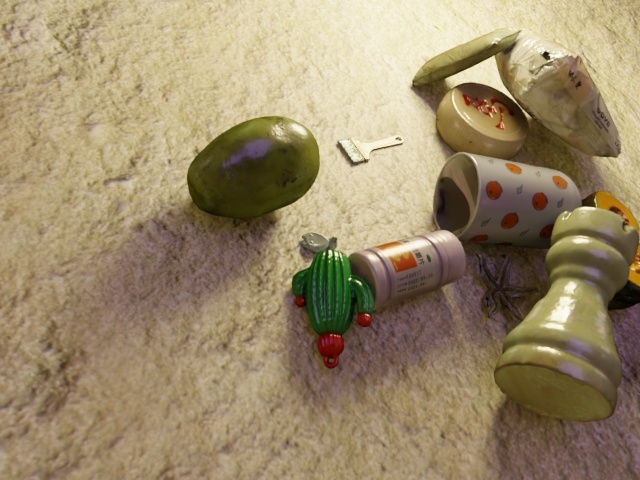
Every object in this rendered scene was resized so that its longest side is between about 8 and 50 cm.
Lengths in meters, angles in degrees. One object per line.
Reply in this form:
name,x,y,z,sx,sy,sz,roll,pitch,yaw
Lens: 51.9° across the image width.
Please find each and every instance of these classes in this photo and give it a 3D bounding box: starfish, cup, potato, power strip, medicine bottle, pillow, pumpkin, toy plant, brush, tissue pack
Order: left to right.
potato,-0.140,-0.158,1.426,0.304,0.216,0.215,-19,63,-21
power strip,0.000,0.000,1.476,0.083,0.035,0.055,7,52,-15
toy plant,0.033,0.128,1.340,0.155,0.088,0.240,-29,56,0
brush,0.144,-0.254,1.748,0.205,0.011,0.083,-18,62,-33
medicine bottle,0.186,0.062,1.439,0.250,0.133,0.133,-12,60,-30
pillow,0.418,-0.536,1.916,0.185,0.302,0.074,-37,105,-42
starfish,0.447,0.113,1.556,0.176,0.053,0.208,9,54,-16
cup,0.468,-0.089,1.618,0.318,0.212,0.212,6,52,-19
tissue pack,0.680,-0.421,1.900,0.375,0.195,0.390,38,20,-30
pumpkin,0.712,0.021,1.672,0.222,0.139,0.317,17,52,-19

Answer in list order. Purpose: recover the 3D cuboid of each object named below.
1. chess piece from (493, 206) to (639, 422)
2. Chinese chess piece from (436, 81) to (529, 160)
chess piece,0.543,0.139,1.406,0.234,0.234,0.442,28,61,0
Chinese chess piece,0.463,-0.336,1.881,0.273,0.102,0.273,11,51,-14
